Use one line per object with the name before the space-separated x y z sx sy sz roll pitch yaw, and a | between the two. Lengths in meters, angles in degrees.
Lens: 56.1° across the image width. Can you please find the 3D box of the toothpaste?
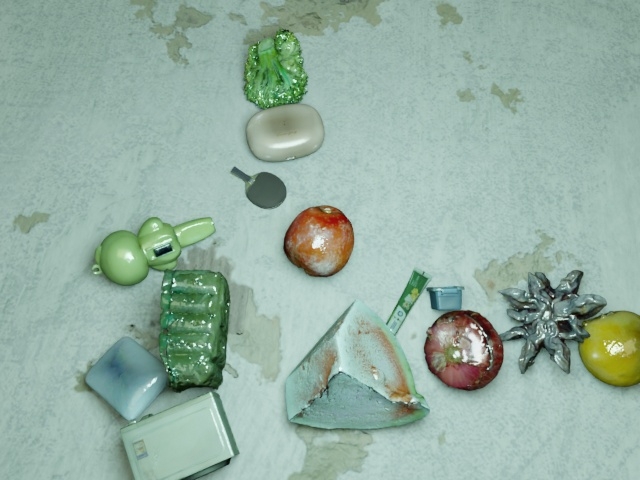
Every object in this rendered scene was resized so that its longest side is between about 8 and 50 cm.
toothpaste | 0.199 0.156 1.428 0.049 0.031 0.204 30 72 8

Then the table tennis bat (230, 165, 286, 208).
table tennis bat | -0.159 -0.141 1.532 0.158 0.014 0.095 32 75 8

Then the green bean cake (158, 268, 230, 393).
green bean cake | -0.265 0.199 1.300 0.132 0.241 0.255 0 71 -5

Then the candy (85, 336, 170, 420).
candy | -0.426 0.303 1.336 0.174 0.071 0.138 28 65 30

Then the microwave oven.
microwave oven | -0.294 0.431 1.282 0.205 0.129 0.163 -21 75 -7

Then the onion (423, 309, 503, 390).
onion | 0.328 0.248 1.352 0.184 0.147 0.184 -13 68 33

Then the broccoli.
broccoli | -0.116 -0.451 1.543 0.194 0.194 0.220 21 77 6

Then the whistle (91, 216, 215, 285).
whistle | -0.404 0.012 1.440 0.294 0.141 0.141 -28 73 -29

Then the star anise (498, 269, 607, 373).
star anise | 0.514 0.173 1.363 0.212 0.129 0.283 30 83 40

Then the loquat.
loquat | 0.657 0.235 1.345 0.204 0.149 0.172 23 73 24

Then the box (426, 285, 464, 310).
box | 0.291 0.134 1.403 0.074 0.099 0.054 -1 86 -1

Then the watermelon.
watermelon | 0.081 0.262 1.296 0.319 0.214 0.290 5 70 14

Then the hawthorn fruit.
hawthorn fruit | 0.000 0.000 1.409 0.172 0.173 0.173 0 72 0

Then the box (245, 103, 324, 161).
box | -0.090 -0.275 1.538 0.200 0.088 0.146 -10 73 -5
